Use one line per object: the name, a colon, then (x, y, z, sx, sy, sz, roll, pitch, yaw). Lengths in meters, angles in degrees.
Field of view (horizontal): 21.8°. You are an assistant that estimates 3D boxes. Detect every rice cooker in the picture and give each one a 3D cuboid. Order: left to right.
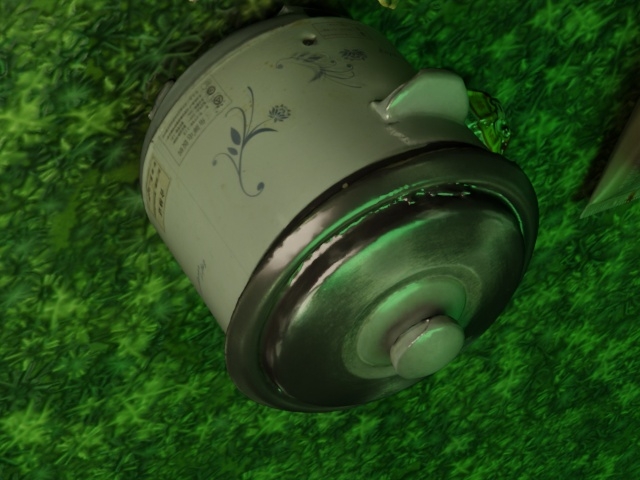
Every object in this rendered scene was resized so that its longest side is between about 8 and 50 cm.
rice cooker: (0.015, -0.016, 1.281, 0.264, 0.317, 0.317, 7, 127, -42)

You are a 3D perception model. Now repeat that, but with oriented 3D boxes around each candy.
candy: (0.025, -0.051, 1.468, 0.305, 0.083, 0.091, -23, 147, -5)

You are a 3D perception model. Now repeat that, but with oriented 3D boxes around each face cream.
face cream: (0.363, -0.149, 1.637, 0.137, 0.084, 0.341, -20, 148, -30)

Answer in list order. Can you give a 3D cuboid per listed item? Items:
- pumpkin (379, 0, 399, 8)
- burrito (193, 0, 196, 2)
pumpkin: (-0.020, -0.299, 0.890, 0.199, 0.332, 0.332, -45, 145, 9)
burrito: (-0.009, -0.255, 1.186, 0.226, 0.060, 0.087, -30, 150, -8)
